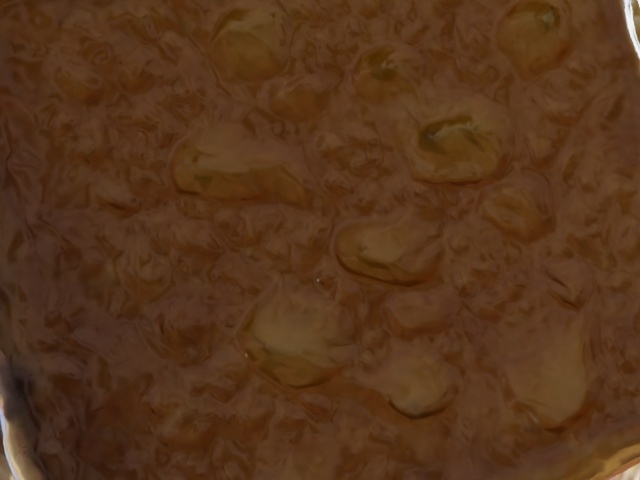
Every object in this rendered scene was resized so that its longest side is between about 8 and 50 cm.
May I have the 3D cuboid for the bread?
[{"bbox_3d":[0.000,0.000,0.601,0.235,0.099,0.210,-16,-93,-13],"label":"bread"}]
